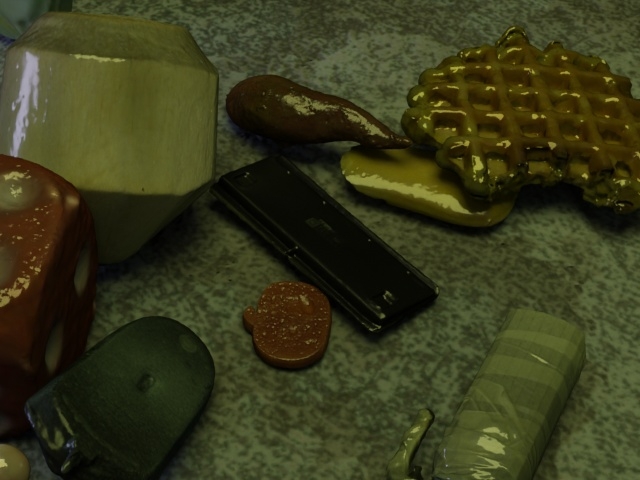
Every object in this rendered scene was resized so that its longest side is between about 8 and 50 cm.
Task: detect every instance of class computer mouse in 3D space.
[{"bbox_3d":[-0.155,0.135,1.017,0.113,0.068,0.229,42,29,1],"label":"computer mouse"}]

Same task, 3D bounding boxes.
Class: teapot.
[{"bbox_3d":[0.129,0.144,1.046,0.107,0.077,0.200,19,49,19],"label":"teapot"}]

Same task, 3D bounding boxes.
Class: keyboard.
[{"bbox_3d":[0.000,0.000,1.202,0.093,0.025,0.230,-26,53,-35],"label":"keyboard"}]

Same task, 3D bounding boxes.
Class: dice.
[{"bbox_3d":[-0.279,0.045,1.047,0.173,0.175,0.179,6,46,1],"label":"dice"}]

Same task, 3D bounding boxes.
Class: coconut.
[{"bbox_3d":[-0.190,-0.089,1.166,0.202,0.222,0.202,7,4,-1],"label":"coconut"}]

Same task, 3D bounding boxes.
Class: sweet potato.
[{"bbox_3d":[-0.017,-0.119,1.269,0.226,0.068,0.068,16,47,30],"label":"sweet potato"}]

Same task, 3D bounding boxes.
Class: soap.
[{"bbox_3d":[0.104,-0.058,1.260,0.168,0.033,0.089,17,44,12],"label":"soap"}]

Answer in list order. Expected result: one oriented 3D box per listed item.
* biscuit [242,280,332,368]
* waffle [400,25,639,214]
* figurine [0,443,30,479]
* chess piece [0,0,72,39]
[{"bbox_3d":[-0.030,0.073,1.144,0.078,0.015,0.091,8,47,6],"label":"biscuit"},{"bbox_3d":[0.220,-0.112,1.281,0.291,0.051,0.291,8,40,-6],"label":"waffle"},{"bbox_3d":[-0.211,0.239,0.903,0.275,0.133,0.200,12,91,5],"label":"figurine"},{"bbox_3d":[-0.387,-0.316,1.375,0.298,0.176,0.176,21,50,14],"label":"chess piece"}]
